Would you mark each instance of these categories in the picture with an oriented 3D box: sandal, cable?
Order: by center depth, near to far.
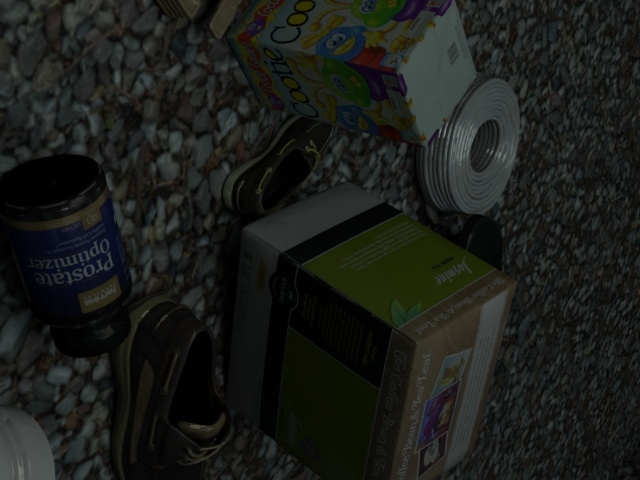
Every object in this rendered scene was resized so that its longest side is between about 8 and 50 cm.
[{"bbox_3d":[0.262,-0.170,2.008,0.257,0.089,0.257,-56,143,-22],"label":"cable"},{"bbox_3d":[0.269,0.084,2.146,0.167,0.107,0.446,-59,157,-18],"label":"sandal"}]

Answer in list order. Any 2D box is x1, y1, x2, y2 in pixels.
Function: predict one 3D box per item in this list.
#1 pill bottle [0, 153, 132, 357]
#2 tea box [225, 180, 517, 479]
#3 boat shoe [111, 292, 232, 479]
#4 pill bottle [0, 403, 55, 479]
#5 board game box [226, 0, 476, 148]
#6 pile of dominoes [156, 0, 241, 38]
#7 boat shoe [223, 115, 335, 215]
[{"bbox_3d":[-0.284,0.021,1.297,0.123,0.123,0.219,-40,135,-38],"label":"pill bottle"},{"bbox_3d":[0.059,0.149,1.600,0.220,0.323,0.329,-26,137,-39],"label":"tea box"},{"bbox_3d":[-0.195,0.245,1.519,0.132,0.130,0.355,-33,130,-43],"label":"boat shoe"},{"bbox_3d":[-0.447,0.236,1.090,0.363,0.210,0.210,17,91,-57],"label":"pill bottle"},{"bbox_3d":[0.041,-0.243,1.495,0.142,0.275,0.144,-55,143,-23],"label":"board game box"},{"bbox_3d":[-0.137,-0.394,1.409,0.251,0.040,0.196,-65,146,-24],"label":"pile of dominoes"},{"bbox_3d":[-0.042,-0.109,1.625,0.228,0.068,0.081,-45,138,-33],"label":"boat shoe"}]
